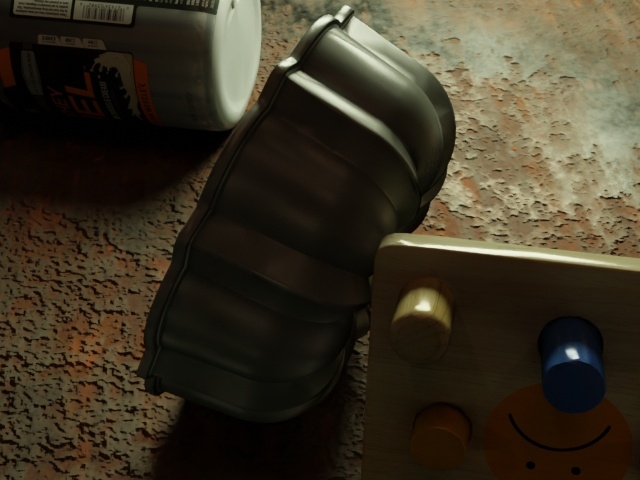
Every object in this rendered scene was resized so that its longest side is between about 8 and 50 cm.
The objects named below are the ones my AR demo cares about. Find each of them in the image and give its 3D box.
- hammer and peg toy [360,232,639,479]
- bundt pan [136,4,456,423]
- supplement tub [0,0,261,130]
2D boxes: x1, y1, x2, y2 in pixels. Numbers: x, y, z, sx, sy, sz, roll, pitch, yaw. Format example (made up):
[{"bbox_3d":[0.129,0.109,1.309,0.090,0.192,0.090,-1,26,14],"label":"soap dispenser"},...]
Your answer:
[{"bbox_3d":[0.207,0.125,0.675,0.361,0.266,0.127,6,23,10],"label":"hammer and peg toy"},{"bbox_3d":[0.000,0.000,0.802,0.124,0.331,0.331,29,47,7],"label":"bundt pan"},{"bbox_3d":[-0.236,-0.227,1.142,0.316,0.194,0.193,7,42,11],"label":"supplement tub"}]
